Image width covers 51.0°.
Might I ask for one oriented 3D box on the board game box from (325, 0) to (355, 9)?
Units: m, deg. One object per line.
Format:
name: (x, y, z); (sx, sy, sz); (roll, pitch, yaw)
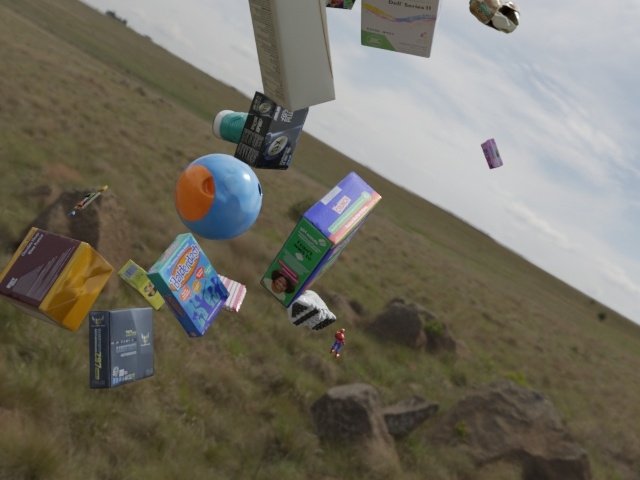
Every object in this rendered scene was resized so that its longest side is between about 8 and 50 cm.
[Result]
board game box: (-0.004, -0.765, 2.023); (0.260, 0.136, 0.030); (-2, 61, -21)

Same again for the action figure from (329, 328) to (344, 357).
action figure: (0.056, 0.314, 2.082); (0.030, 0.115, 0.038); (-25, 54, -36)

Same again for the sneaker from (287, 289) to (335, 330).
sneaker: (-0.047, 0.218, 2.213); (0.118, 0.110, 0.292); (65, 9, 22)

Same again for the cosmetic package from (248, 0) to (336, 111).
cosmetic package: (-0.065, -0.438, 1.361); (0.113, 0.309, 0.160); (-19, 33, -17)

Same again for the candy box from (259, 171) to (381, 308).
candy box: (0.000, 0.000, 1.843); (0.122, 0.317, 0.268); (40, 45, 7)

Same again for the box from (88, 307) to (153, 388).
box: (-0.492, 0.262, 1.676); (0.059, 0.183, 0.233); (-4, -5, 11)

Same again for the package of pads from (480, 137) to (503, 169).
package of pads: (0.483, -0.243, 1.890); (0.050, 0.032, 0.083); (148, -78, -85)

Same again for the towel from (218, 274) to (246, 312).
towel: (-0.361, 0.172, 2.320); (0.197, 0.029, 0.144); (23, 30, -5)

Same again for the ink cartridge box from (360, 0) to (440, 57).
ink cartridge box: (0.213, -0.641, 1.735); (0.207, 0.119, 0.353); (13, -20, 9)

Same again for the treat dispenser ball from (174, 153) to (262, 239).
treat dispenser ball: (-0.338, -0.143, 2.227); (0.288, 0.288, 0.288); (30, 6, -4)

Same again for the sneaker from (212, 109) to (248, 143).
sneaker: (-0.146, -0.312, 1.908); (0.178, 0.123, 0.295); (21, 20, 27)

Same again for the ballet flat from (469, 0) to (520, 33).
ballet flat: (0.369, -0.457, 1.380); (0.206, 0.073, 0.067); (-10, 64, -51)

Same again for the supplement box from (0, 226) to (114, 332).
supplement box: (-0.666, 0.096, 1.672); (0.194, 0.191, 0.129); (13, -26, 25)

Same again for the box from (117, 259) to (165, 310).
box: (-0.516, 0.135, 1.967); (0.087, 0.058, 0.232); (35, -16, 14)

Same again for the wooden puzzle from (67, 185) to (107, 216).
wooden puzzle: (-0.632, -0.109, 1.815); (0.078, 0.116, 0.014); (-4, -50, 50)

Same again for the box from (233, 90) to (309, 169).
box: (-0.123, -0.278, 1.715); (0.077, 0.180, 0.147); (30, 17, 27)

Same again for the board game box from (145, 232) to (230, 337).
board game box: (-0.325, 0.111, 1.673); (0.047, 0.160, 0.210); (-10, -57, 32)
